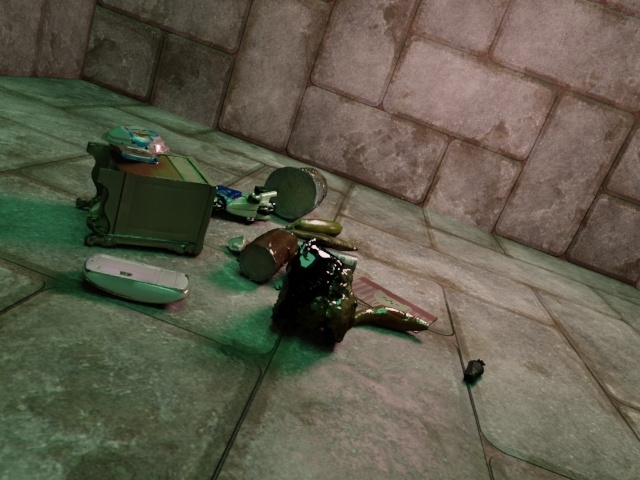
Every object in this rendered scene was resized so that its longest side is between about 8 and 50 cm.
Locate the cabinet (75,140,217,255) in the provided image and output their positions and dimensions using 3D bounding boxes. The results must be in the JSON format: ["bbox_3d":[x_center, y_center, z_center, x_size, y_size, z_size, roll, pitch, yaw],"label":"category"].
[{"bbox_3d":[-0.512,-0.122,1.499,0.318,0.227,0.290,6,23,-33],"label":"cabinet"}]

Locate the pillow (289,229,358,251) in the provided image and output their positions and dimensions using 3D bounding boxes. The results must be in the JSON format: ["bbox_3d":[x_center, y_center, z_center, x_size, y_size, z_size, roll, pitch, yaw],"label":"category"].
[{"bbox_3d":[0.000,0.000,1.874,0.208,0.052,0.212,9,-5,42],"label":"pillow"}]

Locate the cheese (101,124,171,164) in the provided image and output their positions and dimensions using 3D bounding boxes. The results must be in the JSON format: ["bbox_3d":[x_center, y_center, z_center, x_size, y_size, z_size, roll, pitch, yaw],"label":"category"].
[{"bbox_3d":[-0.505,-0.260,1.427,0.189,0.074,0.286,7,22,-24],"label":"cheese"}]

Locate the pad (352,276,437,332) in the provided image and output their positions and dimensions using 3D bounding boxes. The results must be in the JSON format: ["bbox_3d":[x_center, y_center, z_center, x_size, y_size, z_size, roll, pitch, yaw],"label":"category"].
[{"bbox_3d":[0.221,0.202,1.689,0.300,0.005,0.202,29,19,26],"label":"pad"}]

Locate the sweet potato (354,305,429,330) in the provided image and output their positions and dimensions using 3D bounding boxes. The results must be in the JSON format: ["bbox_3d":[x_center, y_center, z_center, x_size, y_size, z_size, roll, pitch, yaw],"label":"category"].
[{"bbox_3d":[0.192,0.227,1.502,0.256,0.058,0.078,9,40,-19],"label":"sweet potato"}]

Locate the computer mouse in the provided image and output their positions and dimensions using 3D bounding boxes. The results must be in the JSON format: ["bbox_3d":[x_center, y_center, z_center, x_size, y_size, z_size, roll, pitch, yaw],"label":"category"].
[{"bbox_3d":[-0.429,0.093,1.213,0.246,0.056,0.126,16,19,-16],"label":"computer mouse"}]

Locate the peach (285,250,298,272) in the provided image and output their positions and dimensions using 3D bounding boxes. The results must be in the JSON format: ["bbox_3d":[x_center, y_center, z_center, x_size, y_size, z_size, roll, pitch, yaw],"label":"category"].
[{"bbox_3d":[-0.048,0.086,1.602,0.127,0.092,0.172,21,5,-13],"label":"peach"}]

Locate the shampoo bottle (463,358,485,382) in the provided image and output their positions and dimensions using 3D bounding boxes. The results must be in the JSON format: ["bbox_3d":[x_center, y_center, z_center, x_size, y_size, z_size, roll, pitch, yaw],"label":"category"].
[{"bbox_3d":[0.423,0.355,1.418,0.048,0.027,0.137,41,24,18],"label":"shampoo bottle"}]

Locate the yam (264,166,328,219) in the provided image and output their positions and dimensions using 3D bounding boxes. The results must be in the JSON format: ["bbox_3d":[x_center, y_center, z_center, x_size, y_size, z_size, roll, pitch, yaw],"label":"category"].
[{"bbox_3d":[-0.094,-0.220,2.244,0.241,0.240,0.348,23,13,7],"label":"yam"}]

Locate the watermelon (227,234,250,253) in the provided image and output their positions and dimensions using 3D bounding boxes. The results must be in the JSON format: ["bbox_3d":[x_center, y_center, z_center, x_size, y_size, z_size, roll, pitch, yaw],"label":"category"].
[{"bbox_3d":[-0.253,0.010,1.645,0.085,0.060,0.085,18,8,-3],"label":"watermelon"}]

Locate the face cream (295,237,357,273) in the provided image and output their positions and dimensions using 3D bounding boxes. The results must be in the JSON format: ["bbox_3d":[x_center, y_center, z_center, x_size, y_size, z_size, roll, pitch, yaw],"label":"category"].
[{"bbox_3d":[-0.014,0.049,1.775,0.284,0.073,0.073,17,18,-10],"label":"face cream"}]

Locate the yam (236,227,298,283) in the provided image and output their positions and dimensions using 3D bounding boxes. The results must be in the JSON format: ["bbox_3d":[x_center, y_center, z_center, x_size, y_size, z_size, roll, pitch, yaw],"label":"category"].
[{"bbox_3d":[-0.157,0.035,1.586,0.131,0.130,0.279,22,17,5],"label":"yam"}]

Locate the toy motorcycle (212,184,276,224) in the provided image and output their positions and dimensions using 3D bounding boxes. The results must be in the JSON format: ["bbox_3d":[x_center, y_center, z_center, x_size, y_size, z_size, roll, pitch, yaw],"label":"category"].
[{"bbox_3d":[-0.327,-0.147,1.956,0.332,0.125,0.196,1,26,-37],"label":"toy motorcycle"}]

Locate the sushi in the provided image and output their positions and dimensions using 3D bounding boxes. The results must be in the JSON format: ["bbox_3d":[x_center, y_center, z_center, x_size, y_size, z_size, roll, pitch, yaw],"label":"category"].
[{"bbox_3d":[0.003,0.139,1.309,0.219,0.225,0.238,31,51,6],"label":"sushi"}]

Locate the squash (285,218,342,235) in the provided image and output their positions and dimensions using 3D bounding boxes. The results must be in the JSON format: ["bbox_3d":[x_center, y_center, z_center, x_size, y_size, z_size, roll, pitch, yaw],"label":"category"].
[{"bbox_3d":[-0.002,-0.050,2.096,0.319,0.080,0.071,1,64,-44],"label":"squash"}]
